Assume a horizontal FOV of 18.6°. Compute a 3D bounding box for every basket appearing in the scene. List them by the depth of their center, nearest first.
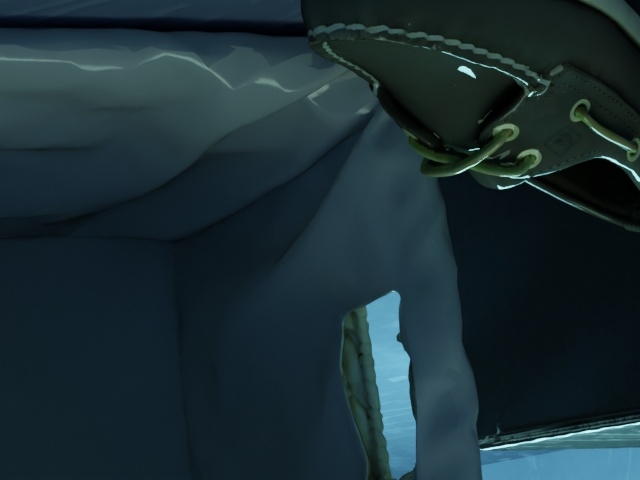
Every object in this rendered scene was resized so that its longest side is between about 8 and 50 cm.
[{"bbox_3d":[-0.130,0.093,0.925,0.331,0.328,0.266,-2,166,-28],"label":"basket"}]

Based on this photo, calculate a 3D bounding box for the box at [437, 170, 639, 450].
[{"bbox_3d":[0.271,0.020,1.163,0.294,0.183,0.296,-16,166,38],"label":"box"}]

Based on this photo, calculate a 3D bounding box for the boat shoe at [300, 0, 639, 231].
[{"bbox_3d":[0.090,-0.066,0.870,0.109,0.091,0.305,8,177,35],"label":"boat shoe"}]
